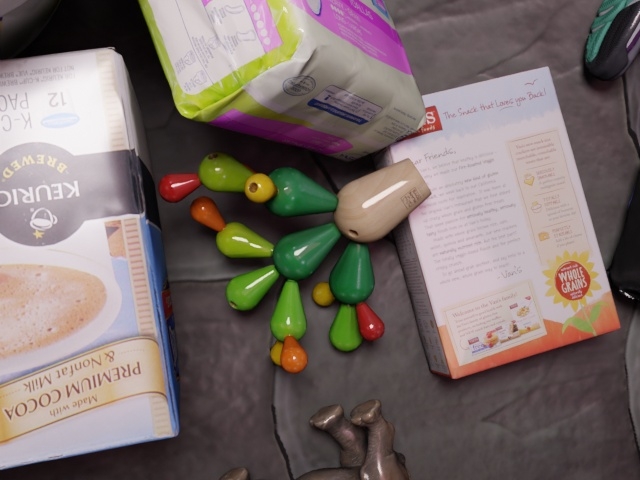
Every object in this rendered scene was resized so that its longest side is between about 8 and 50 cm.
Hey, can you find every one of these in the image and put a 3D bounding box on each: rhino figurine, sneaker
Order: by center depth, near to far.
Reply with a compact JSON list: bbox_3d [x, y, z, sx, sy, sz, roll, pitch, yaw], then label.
[{"bbox_3d":[-0.034,0.229,0.618,0.243,0.073,0.106,-33,102,-7],"label":"rhino figurine"},{"bbox_3d":[0.327,-0.227,0.709,0.098,0.083,0.223,31,81,-11],"label":"sneaker"}]

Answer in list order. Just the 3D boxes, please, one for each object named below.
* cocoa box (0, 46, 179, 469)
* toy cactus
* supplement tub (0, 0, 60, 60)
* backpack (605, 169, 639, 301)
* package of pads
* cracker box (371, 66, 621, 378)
[{"bbox_3d":[-0.277,0.033,0.510,0.348,0.231,0.227,-9,88,-10],"label":"cocoa box"},{"bbox_3d":[0.000,0.000,0.595,0.181,0.112,0.219,-33,112,7],"label":"toy cactus"},{"bbox_3d":[-0.262,-0.216,0.459,0.241,0.331,0.240,-2,96,-23],"label":"supplement tub"},{"bbox_3d":[0.361,0.001,0.680,0.173,0.117,0.158,21,84,-10],"label":"backpack"},{"bbox_3d":[-0.047,-0.211,0.547,0.101,0.229,0.296,-25,78,24],"label":"package of pads"},{"bbox_3d":[0.144,-0.016,0.668,0.156,0.067,0.232,-14,89,-10],"label":"cracker box"}]
